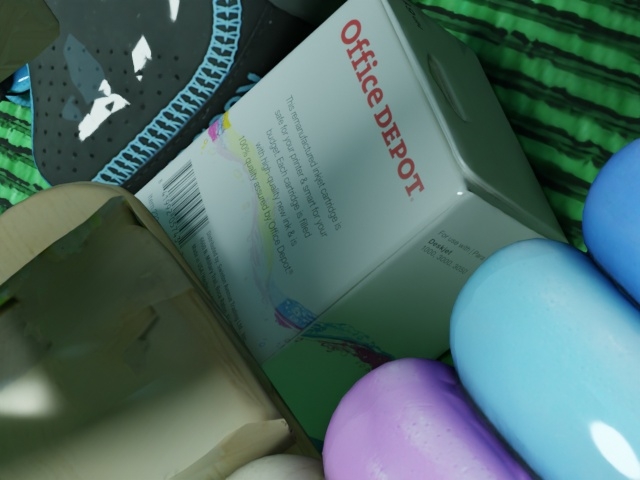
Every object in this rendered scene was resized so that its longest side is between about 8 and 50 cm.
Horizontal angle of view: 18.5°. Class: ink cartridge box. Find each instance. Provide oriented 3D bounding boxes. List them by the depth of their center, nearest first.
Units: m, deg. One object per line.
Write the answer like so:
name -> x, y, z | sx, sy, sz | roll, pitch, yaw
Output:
ink cartridge box -> 0.000, 0.000, 0.560 | 0.122, 0.052, 0.088 | -41, 46, 23

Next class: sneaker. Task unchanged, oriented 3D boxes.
sneaker -> -0.112, -0.131, 0.693 | 0.139, 0.125, 0.341 | -56, 40, 8

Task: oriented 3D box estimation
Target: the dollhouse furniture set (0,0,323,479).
dollhouse furniture set -> -0.112, -0.087, 0.408 | 0.394, 0.362, 0.256 | -35, 57, -1

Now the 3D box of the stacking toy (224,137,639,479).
stacking toy -> 0.131, -0.007, 0.391 | 0.330, 0.141, 0.141 | -46, 42, 5
